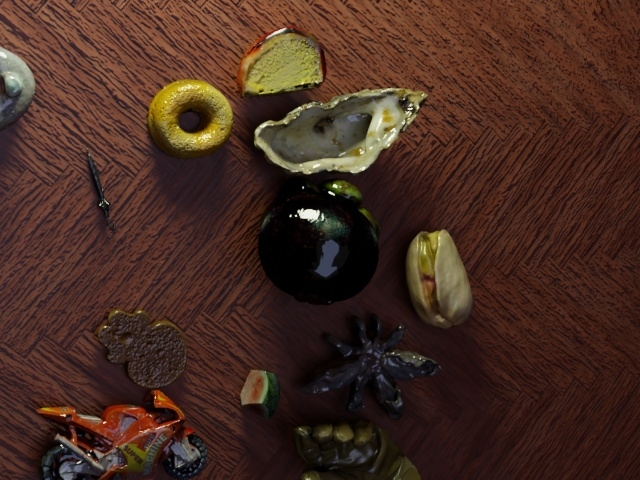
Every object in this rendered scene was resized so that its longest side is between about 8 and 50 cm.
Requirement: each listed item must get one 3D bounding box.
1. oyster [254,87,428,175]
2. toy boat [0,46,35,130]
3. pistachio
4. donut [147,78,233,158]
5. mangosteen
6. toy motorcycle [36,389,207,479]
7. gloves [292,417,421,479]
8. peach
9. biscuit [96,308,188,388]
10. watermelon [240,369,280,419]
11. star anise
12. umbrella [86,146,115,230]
[{"bbox_3d":[0.039,-0.201,1.967,0.341,0.110,0.166,-35,98,-26],"label":"oyster"},{"bbox_3d":[-0.554,-0.231,1.684,0.227,0.085,0.155,-9,100,-26],"label":"toy boat"},{"bbox_3d":[0.228,0.076,2.117,0.145,0.117,0.200,-32,107,-60],"label":"pistachio"},{"bbox_3d":[-0.219,-0.208,1.875,0.152,0.058,0.151,-4,99,-24],"label":"donut"},{"bbox_3d":[0.000,0.000,1.938,0.243,0.243,0.242,-4,99,-26],"label":"mangosteen"},{"bbox_3d":[-0.338,0.347,1.877,0.298,0.089,0.171,-1,97,-26],"label":"toy motorcycle"},{"bbox_3d":[0.060,0.412,2.064,0.154,0.141,0.331,-42,127,12],"label":"gloves"},{"bbox_3d":[-0.074,-0.301,1.916,0.172,0.092,0.127,-34,107,-6],"label":"peach"},{"bbox_3d":[-0.309,0.185,1.903,0.175,0.026,0.124,40,78,-26],"label":"biscuit"},{"bbox_3d":[-0.107,0.280,2.011,0.084,0.072,0.092,-63,157,-18],"label":"watermelon"},{"bbox_3d":[0.107,0.244,2.079,0.258,0.111,0.198,26,85,-21],"label":"star anise"},{"bbox_3d":[-0.373,-0.085,1.835,0.022,0.022,0.148,-49,125,-60],"label":"umbrella"}]
